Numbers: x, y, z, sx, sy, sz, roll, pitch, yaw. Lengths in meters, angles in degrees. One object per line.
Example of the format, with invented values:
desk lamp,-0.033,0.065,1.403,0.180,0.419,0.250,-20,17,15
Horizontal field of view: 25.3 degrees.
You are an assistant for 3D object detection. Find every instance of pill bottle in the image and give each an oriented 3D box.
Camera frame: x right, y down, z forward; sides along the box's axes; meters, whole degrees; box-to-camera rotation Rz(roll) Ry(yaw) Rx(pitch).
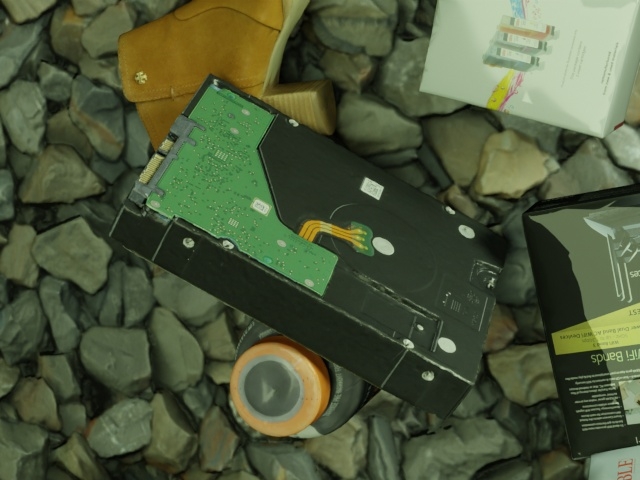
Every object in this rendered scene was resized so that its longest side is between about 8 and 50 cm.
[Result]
pill bottle,-0.001,0.110,1.361,0.130,0.246,0.130,4,102,19

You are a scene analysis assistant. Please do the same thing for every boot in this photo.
boot,-0.108,-0.223,1.412,0.211,0.104,0.295,-4,103,20

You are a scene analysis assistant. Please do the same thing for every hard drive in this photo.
hard drive,0.000,0.000,1.303,0.339,0.237,0.064,29,125,-5

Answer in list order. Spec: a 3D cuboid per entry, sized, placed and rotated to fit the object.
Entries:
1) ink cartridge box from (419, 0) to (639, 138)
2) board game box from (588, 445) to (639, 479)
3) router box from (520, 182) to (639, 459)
ink cartridge box,0.197,-0.180,1.297,0.176,0.128,0.127,17,106,17
board game box,0.301,0.395,1.232,0.066,0.318,0.318,-16,111,20
router box,0.362,0.060,1.310,0.309,0.081,0.243,-9,97,21
